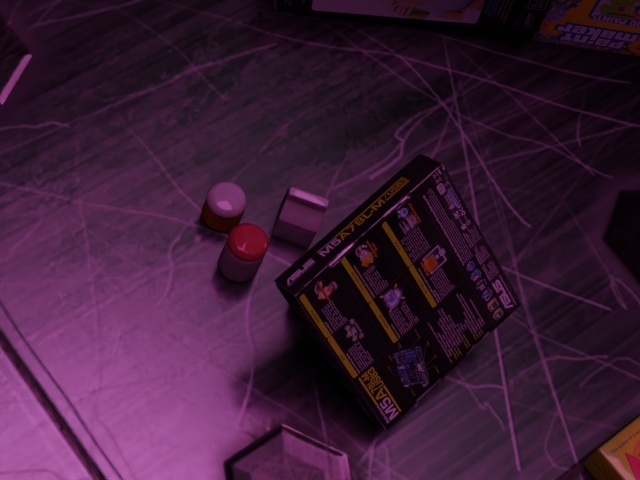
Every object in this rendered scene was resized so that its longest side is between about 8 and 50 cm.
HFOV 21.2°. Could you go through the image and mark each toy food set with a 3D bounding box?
[{"bbox_3d":[0.000,0.000,1.621,0.232,0.104,0.111,20,61,-4],"label":"toy food set"}]

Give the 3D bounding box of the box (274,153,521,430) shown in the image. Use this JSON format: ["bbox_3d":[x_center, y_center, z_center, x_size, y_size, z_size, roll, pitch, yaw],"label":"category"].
[{"bbox_3d":[0.075,0.049,1.562,0.184,0.191,0.045,-41,35,-10],"label":"box"}]

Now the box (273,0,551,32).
[{"bbox_3d":[0.097,-0.323,1.804,0.289,0.087,0.169,4,63,-7],"label":"box"}]

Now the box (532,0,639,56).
[{"bbox_3d":[0.345,-0.391,1.810,0.177,0.279,0.290,7,62,-11],"label":"box"}]

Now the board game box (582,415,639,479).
[{"bbox_3d":[0.345,0.251,1.623,0.092,0.043,0.181,-33,76,-26],"label":"board game box"}]
